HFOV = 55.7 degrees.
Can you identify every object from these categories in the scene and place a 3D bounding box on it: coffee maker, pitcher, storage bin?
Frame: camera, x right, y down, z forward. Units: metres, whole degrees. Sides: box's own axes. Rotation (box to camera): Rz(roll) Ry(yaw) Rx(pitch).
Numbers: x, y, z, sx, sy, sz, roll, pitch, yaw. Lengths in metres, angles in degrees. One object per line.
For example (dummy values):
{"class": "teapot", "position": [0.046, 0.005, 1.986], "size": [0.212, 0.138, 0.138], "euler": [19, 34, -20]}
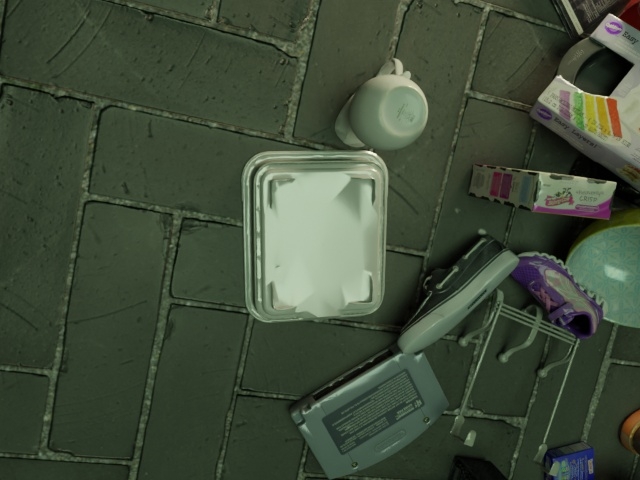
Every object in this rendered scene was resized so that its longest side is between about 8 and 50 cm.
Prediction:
{"class": "coffee maker", "position": [0.651, -0.136, 1.250], "size": [0.178, 0.171, 0.120], "euler": [15, 103, -33]}
{"class": "pitcher", "position": [0.115, -0.243, 1.053], "size": [0.126, 0.207, 0.177], "euler": [24, 93, -17]}
{"class": "storage bin", "position": [0.344, 0.554, 1.276], "size": [0.084, 0.180, 0.122], "euler": [13, 97, -17]}

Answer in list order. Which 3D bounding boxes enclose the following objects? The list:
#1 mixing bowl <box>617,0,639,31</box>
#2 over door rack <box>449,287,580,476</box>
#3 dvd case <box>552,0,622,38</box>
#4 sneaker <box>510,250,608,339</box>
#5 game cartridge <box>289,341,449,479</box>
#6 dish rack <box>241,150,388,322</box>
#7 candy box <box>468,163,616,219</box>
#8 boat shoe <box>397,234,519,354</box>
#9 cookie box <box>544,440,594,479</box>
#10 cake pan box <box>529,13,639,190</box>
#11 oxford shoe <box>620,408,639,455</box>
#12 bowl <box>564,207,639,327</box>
{"class": "mixing bowl", "position": [0.674, -0.436, 1.191], "size": [0.181, 0.181, 0.098], "euler": [32, 59, -17]}
{"class": "over door rack", "position": [0.399, 0.288, 1.263], "size": [0.240, 0.108, 0.324], "euler": [22, 74, -17]}
{"class": "dvd case", "position": [0.547, -0.534, 1.203], "size": [0.221, 0.018, 0.164], "euler": [-38, 108, -5]}
{"class": "sneaker", "position": [0.485, 0.118, 1.243], "size": [0.236, 0.095, 0.104], "euler": [36, 50, -5]}
{"class": "game cartridge", "position": [0.107, 0.351, 1.247], "size": [0.297, 0.062, 0.198], "euler": [-29, 110, -7]}
{"class": "dish rack", "position": [0.000, 0.000, 1.144], "size": [0.286, 0.072, 0.332], "euler": [-3, 102, -14]}
{"class": "candy box", "position": [0.405, -0.095, 1.139], "size": [0.159, 0.233, 0.071], "euler": [5, 99, -14]}
{"class": "boat shoe", "position": [0.255, 0.102, 1.212], "size": [0.301, 0.108, 0.102], "euler": [-41, 63, -6]}
{"class": "cookie box", "position": [0.575, 0.523, 1.401], "size": [0.107, 0.040, 0.091], "euler": [-9, 102, -12]}
{"class": "cake pan box", "position": [0.568, -0.266, 1.139], "size": [0.267, 0.070, 0.245], "euler": [40, 78, 13]}
{"class": "oxford shoe", "position": [0.888, 0.404, 1.407], "size": [0.364, 0.133, 0.130], "euler": [-34, 106, -6]}
{"class": "bowl", "position": [0.663, 0.030, 1.251], "size": [0.289, 0.289, 0.156], "euler": [46, 46, -17]}
